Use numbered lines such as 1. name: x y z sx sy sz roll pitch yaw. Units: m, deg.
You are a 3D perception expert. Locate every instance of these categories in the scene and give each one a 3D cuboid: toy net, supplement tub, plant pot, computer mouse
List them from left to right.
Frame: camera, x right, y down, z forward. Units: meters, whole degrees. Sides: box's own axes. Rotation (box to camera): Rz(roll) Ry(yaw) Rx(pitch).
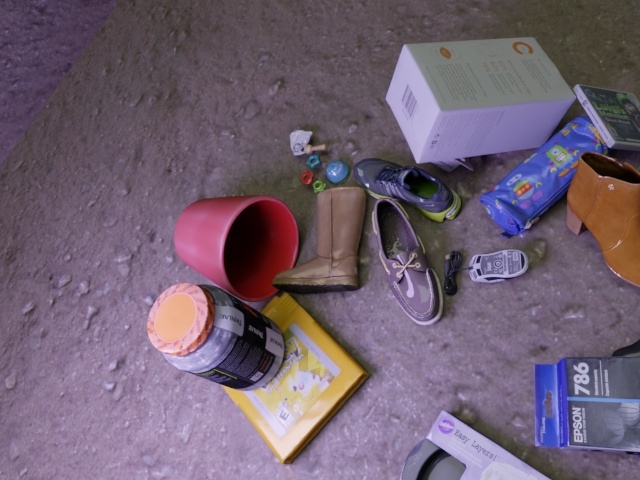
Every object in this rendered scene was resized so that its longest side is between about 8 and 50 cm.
1. supplement tub: -0.230 0.219 1.298 0.193 0.316 0.194 -10 62 21
2. plant pot: -0.233 0.003 1.496 0.243 0.275 0.275 13 73 38
3. toy net: -0.022 -0.224 1.618 0.122 0.045 0.232 -44 56 3
4. computer mouse: 0.377 0.067 1.308 0.192 0.042 0.106 -7 60 28

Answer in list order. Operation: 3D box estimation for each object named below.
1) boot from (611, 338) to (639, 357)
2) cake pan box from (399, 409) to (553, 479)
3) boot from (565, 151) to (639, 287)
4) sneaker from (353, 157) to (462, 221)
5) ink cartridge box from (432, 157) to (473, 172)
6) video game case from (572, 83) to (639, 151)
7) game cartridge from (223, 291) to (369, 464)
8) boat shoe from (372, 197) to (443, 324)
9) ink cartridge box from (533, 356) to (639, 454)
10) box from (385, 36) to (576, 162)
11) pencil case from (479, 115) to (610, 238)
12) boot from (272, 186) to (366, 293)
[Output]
1. boot: 0.639 0.156 1.101 0.197 0.077 0.137 -20 88 2
2. cake pan box: 0.289 0.507 1.133 0.266 0.070 0.246 29 80 33
3. boot: 0.616 -0.036 1.136 0.104 0.211 0.295 -34 54 -15
4. sneaker: 0.207 -0.150 1.432 0.299 0.121 0.111 23 78 31
5. ink cartridge box: 0.297 -0.248 1.432 0.067 0.115 0.198 -38 54 31
6. video game case: 0.665 -0.268 1.263 0.022 0.190 0.173 124 138 -49
7. game cartridge: -0.087 0.320 1.396 0.285 0.053 0.323 -48 58 -2
8. boat shoe: 0.199 0.044 1.363 0.116 0.097 0.325 -22 60 14
9. ink cartridge box: 0.544 0.292 1.018 0.332 0.065 0.166 -9 62 32
10. box: 0.361 -0.329 1.325 0.345 0.168 0.215 -9 59 -16
11. pencil case: 0.509 -0.140 1.292 0.306 0.119 0.133 -41 55 3
12. boot: 0.000 0.000 1.485 0.236 0.089 0.270 -1 67 10
